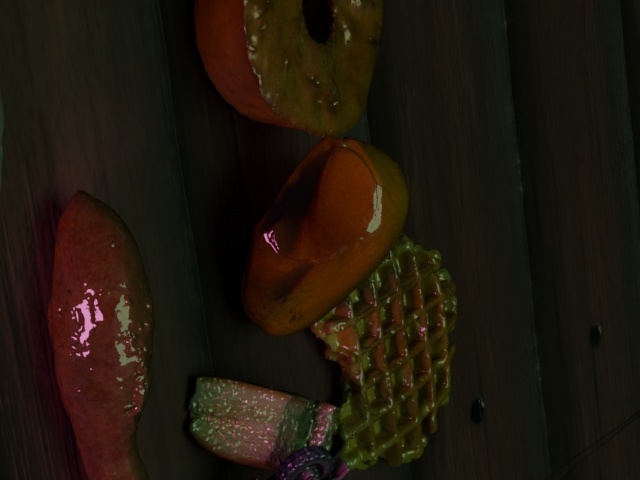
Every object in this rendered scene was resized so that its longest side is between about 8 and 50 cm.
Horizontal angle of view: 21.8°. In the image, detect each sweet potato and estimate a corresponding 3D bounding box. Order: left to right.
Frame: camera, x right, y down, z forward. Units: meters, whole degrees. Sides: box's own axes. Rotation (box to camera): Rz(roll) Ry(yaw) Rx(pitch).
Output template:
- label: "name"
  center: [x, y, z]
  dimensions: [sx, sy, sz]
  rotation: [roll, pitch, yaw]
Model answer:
- label: "sweet potato"
  center: [-0.208, 0.142, 1.629]
  dimensions: [0.109, 0.109, 0.385]
  rotation: [-18, 107, -50]

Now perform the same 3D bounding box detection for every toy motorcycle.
- label: "toy motorcycle"
  center: [-0.047, 0.304, 1.811]
  dimensions: [0.118, 0.084, 0.212]
  rotation: [22, 115, -47]

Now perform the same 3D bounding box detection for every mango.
- label: "mango"
  center: [0.000, 0.000, 1.836]
  dimensions: [0.236, 0.136, 0.166]
  rotation: [-52, 179, -4]

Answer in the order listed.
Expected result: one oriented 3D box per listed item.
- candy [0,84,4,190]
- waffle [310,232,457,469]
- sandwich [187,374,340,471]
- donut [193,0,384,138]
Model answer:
- label: "candy"
  center: [-0.381, -0.096, 1.328]
  dimensions: [0.295, 0.185, 0.295]
  rotation: [33, 51, -54]
- label: "waffle"
  center: [0.082, 0.131, 2.036]
  dimensions: [0.282, 0.058, 0.300]
  rotation: [5, 89, -52]
- label: "sandwich"
  center: [-0.044, 0.213, 1.854]
  dimensions: [0.244, 0.088, 0.090]
  rotation: [23, 78, -51]
- label: "donut"
  center: [-0.033, -0.249, 1.819]
  dimensions: [0.278, 0.108, 0.277]
  rotation: [-6, 97, -52]
